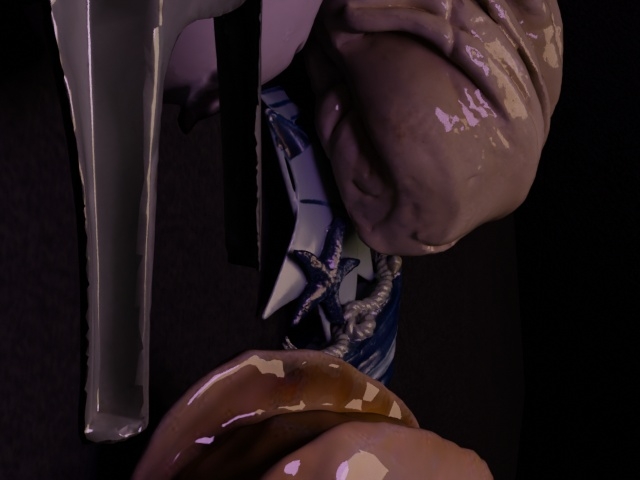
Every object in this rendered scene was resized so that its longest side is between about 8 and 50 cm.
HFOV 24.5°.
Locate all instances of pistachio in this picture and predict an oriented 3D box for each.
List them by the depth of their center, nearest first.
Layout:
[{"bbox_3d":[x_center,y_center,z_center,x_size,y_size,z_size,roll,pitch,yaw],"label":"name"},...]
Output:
[{"bbox_3d":[-0.002,0.202,0.913,0.238,0.229,0.321,-47,139,-19],"label":"pistachio"}]

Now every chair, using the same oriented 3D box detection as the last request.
[{"bbox_3d":[-0.122,-0.101,0.516,0.203,0.190,0.275,-54,150,-71],"label":"chair"}]

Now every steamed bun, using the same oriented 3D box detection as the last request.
[{"bbox_3d":[0.100,-0.155,1.239,0.289,0.203,0.276,-87,153,-48],"label":"steamed bun"}]

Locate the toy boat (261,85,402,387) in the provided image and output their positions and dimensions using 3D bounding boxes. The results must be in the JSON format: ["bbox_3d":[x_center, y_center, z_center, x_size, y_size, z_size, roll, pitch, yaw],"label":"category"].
[{"bbox_3d":[-0.007,0.027,1.222,0.291,0.070,0.210,59,38,-42],"label":"toy boat"}]

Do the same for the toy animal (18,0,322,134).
[{"bbox_3d":[-0.073,-0.179,0.691,0.187,0.165,0.235,31,-45,60],"label":"toy animal"}]
